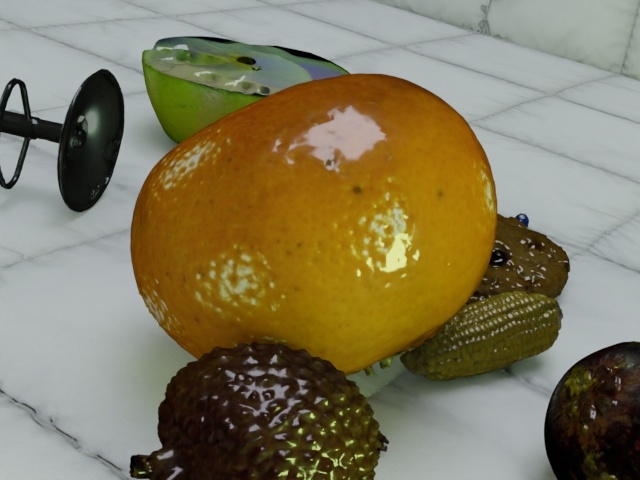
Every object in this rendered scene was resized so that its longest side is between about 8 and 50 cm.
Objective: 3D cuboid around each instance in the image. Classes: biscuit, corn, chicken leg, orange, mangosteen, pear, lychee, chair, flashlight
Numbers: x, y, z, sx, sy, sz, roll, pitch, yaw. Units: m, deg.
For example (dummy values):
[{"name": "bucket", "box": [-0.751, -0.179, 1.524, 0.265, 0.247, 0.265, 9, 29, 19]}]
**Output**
[{"name": "biscuit", "box": [0.251, 0.016, 1.566, 0.296, 0.075, 0.296, 8, 27, -4]}, {"name": "corn", "box": [0.215, 0.124, 1.296, 0.262, 0.097, 0.097, -13, 33, -34]}, {"name": "chicken leg", "box": [0.037, 0.214, 1.110, 0.083, 0.021, 0.036, 19, 35, 20]}, {"name": "orange", "box": [0.000, 0.000, 1.137, 0.424, 0.326, 0.424, -20, -1, -1]}, {"name": "mangosteen", "box": [0.350, 0.215, 1.070, 0.217, 0.192, 0.192, 35, 14, -24]}, {"name": "pear", "box": [-0.148, -0.258, 1.907, 0.399, 0.165, 0.399, 8, 24, -4]}, {"name": "lychee", "box": [-0.060, 0.191, 0.926, 0.238, 0.200, 0.200, -9, 30, -25]}, {"name": "chair", "box": [-0.531, -0.193, 1.549, 0.401, 0.226, 0.226, 13, 24, 10]}, {"name": "flashlight", "box": [0.348, -0.023, 1.745, 0.057, 0.035, 0.121, 12, 24, 12]}]

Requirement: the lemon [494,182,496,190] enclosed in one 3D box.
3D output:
[{"name": "lemon", "box": [0.249, -0.086, 1.758, 0.133, 0.109, 0.109, -2, 25, -46]}]
